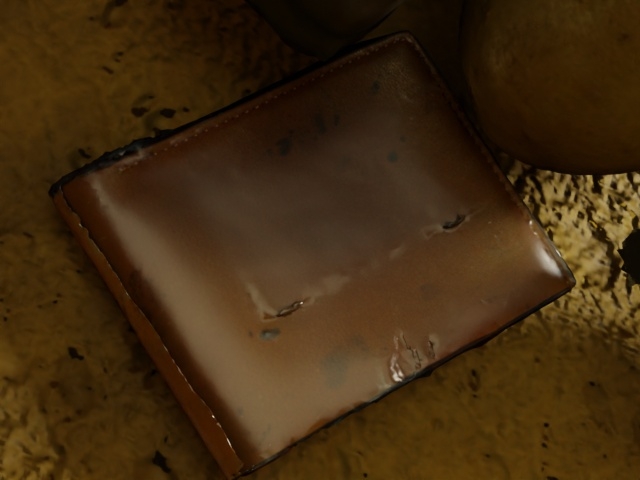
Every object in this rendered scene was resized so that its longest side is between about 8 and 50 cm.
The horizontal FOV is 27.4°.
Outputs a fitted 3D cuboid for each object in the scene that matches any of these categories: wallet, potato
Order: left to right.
[{"bbox_3d":[0.000,0.002,0.607,0.195,0.042,0.161,-29,79,-22],"label":"wallet"},{"bbox_3d":[0.138,-0.100,0.612,0.158,0.203,0.178,-45,117,-3],"label":"potato"}]

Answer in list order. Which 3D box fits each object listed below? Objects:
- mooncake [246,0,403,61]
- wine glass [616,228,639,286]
[{"bbox_3d":[0.033,-0.191,0.578,0.124,0.228,0.228,40,66,-3],"label":"mooncake"},{"bbox_3d":[0.341,-0.002,0.631,0.357,0.190,0.190,-17,78,-17],"label":"wine glass"}]
